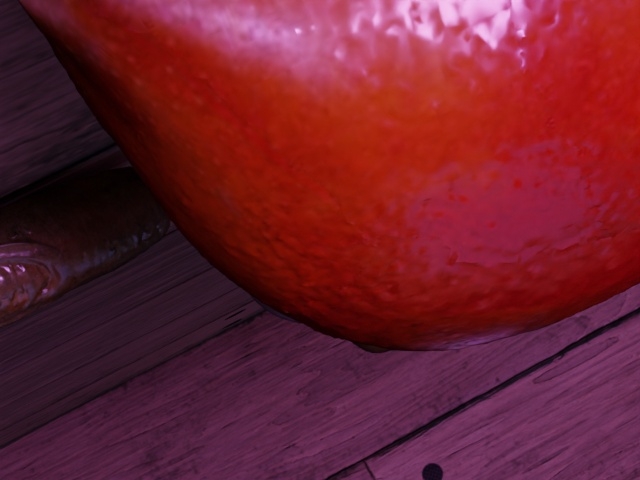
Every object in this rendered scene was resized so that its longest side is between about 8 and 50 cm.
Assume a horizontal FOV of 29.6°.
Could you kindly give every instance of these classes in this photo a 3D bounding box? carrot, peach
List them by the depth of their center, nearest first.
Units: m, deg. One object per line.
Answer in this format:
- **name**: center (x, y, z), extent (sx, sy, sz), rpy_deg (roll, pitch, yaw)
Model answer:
- **peach**: center (0.063, -0.062, 0.493), extent (0.362, 0.201, 0.258), rpy_deg (-16, 172, -39)
- **carrot**: center (-0.243, 0.037, 0.709), extent (0.342, 0.070, 0.070), rpy_deg (-24, 173, -24)

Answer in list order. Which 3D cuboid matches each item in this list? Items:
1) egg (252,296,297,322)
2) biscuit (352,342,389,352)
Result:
- **egg**: center (0.000, 0.000, 1.117), extent (0.146, 0.146, 0.199), rpy_deg (-30, -177, 25)
- **biscuit**: center (0.174, -0.057, 1.204), extent (0.394, 0.076, 0.368), rpy_deg (-51, -165, -29)
